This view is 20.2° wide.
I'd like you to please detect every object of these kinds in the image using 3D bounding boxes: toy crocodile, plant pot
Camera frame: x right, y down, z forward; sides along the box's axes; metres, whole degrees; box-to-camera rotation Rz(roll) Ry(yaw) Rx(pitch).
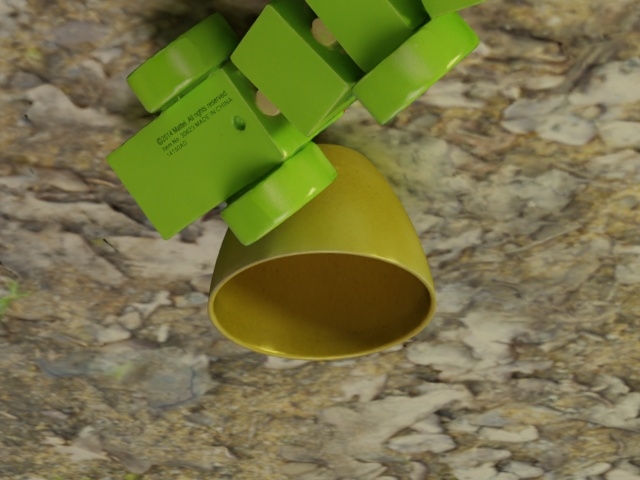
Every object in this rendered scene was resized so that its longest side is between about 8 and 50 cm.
[{"bbox_3d":[-0.004,-0.096,0.935,0.115,0.105,0.340,51,137,0],"label":"toy crocodile"},{"bbox_3d":[0.000,0.000,1.071,0.134,0.095,0.134,-1,149,-1],"label":"plant pot"}]
